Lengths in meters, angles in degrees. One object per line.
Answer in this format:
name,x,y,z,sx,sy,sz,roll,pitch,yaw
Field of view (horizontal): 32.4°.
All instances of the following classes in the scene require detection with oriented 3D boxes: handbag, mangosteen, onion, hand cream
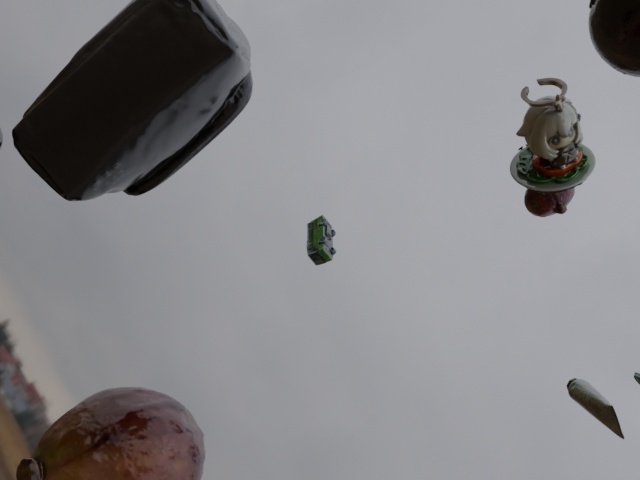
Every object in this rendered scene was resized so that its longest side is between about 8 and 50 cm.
handbag,-0.214,-0.178,1.417,0.178,0.302,0.275,48,8,2
mangosteen,0.587,-0.375,1.863,0.265,0.228,0.228,24,-26,7
onion,0.461,-0.090,2.211,0.107,0.107,0.097,86,-18,-53
hand cream,0.487,0.290,1.957,0.194,0.042,0.067,-126,-162,-75

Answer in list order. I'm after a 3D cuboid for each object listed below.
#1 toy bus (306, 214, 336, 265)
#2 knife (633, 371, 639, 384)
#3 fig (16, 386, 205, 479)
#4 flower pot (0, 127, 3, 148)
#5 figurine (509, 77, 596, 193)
toy bus,0.000,0.000,1.594,0.031,0.037,0.083,52,22,-31
knife,0.569,0.242,1.661,0.210,0.015,0.028,20,-26,4
fig,-0.295,0.322,1.573,0.224,0.263,0.224,55,-18,27
flower pot,-0.535,-0.049,1.406,0.266,0.267,0.267,48,-59,36
figurine,0.335,-0.165,1.626,0.132,0.132,0.153,42,-25,47
